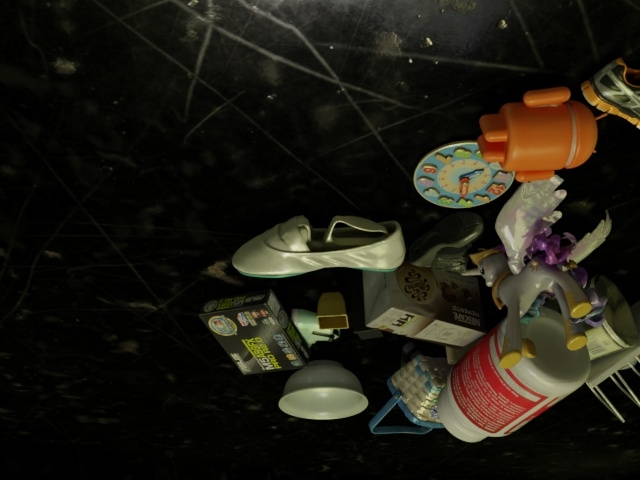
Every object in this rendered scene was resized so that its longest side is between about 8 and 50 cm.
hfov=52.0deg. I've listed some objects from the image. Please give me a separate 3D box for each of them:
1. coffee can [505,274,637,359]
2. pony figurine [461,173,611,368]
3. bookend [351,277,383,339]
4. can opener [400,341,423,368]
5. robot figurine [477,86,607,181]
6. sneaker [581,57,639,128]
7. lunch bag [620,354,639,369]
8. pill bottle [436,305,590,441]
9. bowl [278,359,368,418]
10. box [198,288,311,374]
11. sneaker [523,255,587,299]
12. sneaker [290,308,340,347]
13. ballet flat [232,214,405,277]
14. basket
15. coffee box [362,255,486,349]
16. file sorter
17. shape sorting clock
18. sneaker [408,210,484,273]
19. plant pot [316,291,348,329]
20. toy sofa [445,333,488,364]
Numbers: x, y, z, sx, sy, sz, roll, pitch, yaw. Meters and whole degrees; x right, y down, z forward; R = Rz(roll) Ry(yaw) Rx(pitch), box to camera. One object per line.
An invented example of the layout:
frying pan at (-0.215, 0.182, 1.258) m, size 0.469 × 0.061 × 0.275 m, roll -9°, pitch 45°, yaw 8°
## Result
coffee can at (0.672, 0.237, 1.770) m, size 0.201 × 0.202 × 0.275 m, roll 26°, pitch 138°, yaw -34°
pony figurine at (0.480, 0.066, 1.444) m, size 0.302 × 0.363 × 0.351 m, roll 31°, pitch 120°, yaw -28°
bookend at (0.139, 0.201, 1.744) m, size 0.072 × 0.157 × 0.156 m, roll -11°, pitch 144°, yaw 15°
can opener at (0.315, 0.408, 2.157) m, size 0.095 × 0.076 × 0.283 m, roll -29°, pitch 149°, yaw -16°
robot figurine at (0.402, -0.189, 1.195) m, size 0.219 × 0.158 × 0.128 m, roll -3°, pitch -179°, yaw 2°
sneaker at (0.567, -0.252, 1.149) m, size 0.214 × 0.084 × 0.083 m, roll 13°, pitch 139°, yaw -19°
lunch bag at (0.810, 0.333, 2.001) m, size 0.303 × 0.115 × 0.243 m, roll -7°, pitch 148°, yaw 7°
pill bottle at (0.470, 0.358, 1.675) m, size 0.229 × 0.229 × 0.408 m, roll 11°, pitch 139°, yaw -18°
bowl at (0.008, 0.486, 2.187) m, size 0.297 × 0.134 × 0.298 m, roll -1°, pitch 147°, yaw -1°
box at (-0.178, 0.262, 1.830) m, size 0.216 × 0.060 × 0.270 m, roll -12°, pitch 127°, yaw 23°
sneaker at (0.557, 0.085, 1.646) m, size 0.236 × 0.095 × 0.105 m, roll -1°, pitch 139°, yaw 1°
sneaker at (-0.023, 0.296, 1.930) m, size 0.151 × 0.094 × 0.256 m, roll 8°, pitch 143°, yaw -2°
ballet flat at (0.000, 0.000, 1.490) m, size 0.400 × 0.139 × 0.139 m, roll -1°, pitch 146°, yaw -7°
basket at (0.308, 0.496, 2.016) m, size 0.254 × 0.201 × 0.289 m, roll 9°, pitch 128°, yaw -35°
coffee box at (0.263, 0.156, 1.670) m, size 0.297 × 0.168 × 0.119 m, roll 17°, pitch 142°, yaw -24°
file sorter at (0.850, 0.330, 1.781) m, size 0.277 × 0.193 × 0.173 m, roll -38°, pitch 97°, yaw 6°
shape sorting clock at (0.297, -0.131, 1.356) m, size 0.206 × 0.040 × 0.206 m, roll -1°, pitch 146°, yaw -1°
sneaker at (0.321, 0.008, 1.528) m, size 0.130 × 0.087 × 0.227 m, roll 15°, pitch 146°, yaw -26°
plant pot at (0.033, 0.187, 1.784) m, size 0.081 × 0.083 × 0.081 m, roll -3°, pitch 146°, yaw 5°
toy sofa at (0.478, 0.354, 1.987) m, size 0.177 × 0.150 × 0.362 m, roll -23°, pitch 141°, yaw 27°
